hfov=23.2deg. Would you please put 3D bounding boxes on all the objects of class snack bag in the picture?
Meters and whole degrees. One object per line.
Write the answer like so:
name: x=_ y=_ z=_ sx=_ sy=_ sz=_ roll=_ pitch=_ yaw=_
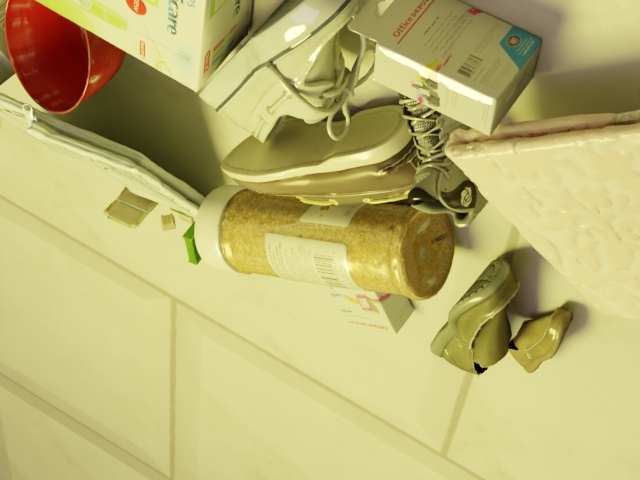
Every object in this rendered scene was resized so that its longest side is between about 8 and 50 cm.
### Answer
snack bag: x=-0.316 y=-0.117 z=2.129 sx=0.342 sy=0.037 sz=0.323 roll=24 pitch=175 yaw=22

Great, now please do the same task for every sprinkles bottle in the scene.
sprinkles bottle: x=0.000 y=0.000 z=2.017 sx=0.355 sy=0.121 sz=0.121 roll=7 pitch=137 yaw=40

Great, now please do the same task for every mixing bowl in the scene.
mixing bowl: x=-0.312 y=-0.260 z=1.990 sx=0.181 sy=0.098 sz=0.181 roll=21 pitch=119 yaw=42

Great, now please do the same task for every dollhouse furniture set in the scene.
dollhouse furniture set: x=-0.233 y=-0.024 z=2.268 sx=0.151 sy=0.076 sz=0.058 roll=23 pitch=148 yaw=22

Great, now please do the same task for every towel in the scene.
towel: x=0.341 y=-0.024 z=1.651 sx=0.317 sy=0.053 sz=0.332 roll=-5 pitch=141 yaw=47

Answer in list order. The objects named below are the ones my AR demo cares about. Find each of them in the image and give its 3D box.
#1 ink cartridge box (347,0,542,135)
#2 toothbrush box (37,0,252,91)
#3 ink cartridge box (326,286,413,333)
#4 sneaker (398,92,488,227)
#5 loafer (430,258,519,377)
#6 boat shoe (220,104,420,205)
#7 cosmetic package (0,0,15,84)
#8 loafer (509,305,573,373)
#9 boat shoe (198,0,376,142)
ink cartridge box: x=0.128 y=-0.199 z=1.644 sx=0.181 sy=0.104 sz=0.061 roll=28 pitch=147 yaw=17
toothbrush box: x=-0.221 y=-0.336 z=1.806 sx=0.283 sy=0.122 sz=0.206 roll=30 pitch=147 yaw=11
ink cartridge box: x=0.060 y=0.065 z=2.106 sx=0.088 sy=0.052 sz=0.122 roll=7 pitch=138 yaw=40
sneaker: x=0.126 y=-0.109 z=1.735 sx=0.086 sy=0.132 sz=0.229 roll=-6 pitch=129 yaw=49
loafer: x=0.212 y=0.103 z=1.966 sx=0.087 sy=0.094 sz=0.251 roll=39 pitch=159 yaw=9
boat shoe: x=0.007 y=-0.091 z=1.903 sx=0.324 sy=0.116 sz=0.097 roll=-5 pitch=132 yaw=46
cosmetic package: x=-0.476 y=-0.274 z=2.167 sx=0.127 sy=0.107 sz=0.238 roll=48 pitch=150 yaw=-16
loafer: x=0.273 y=0.123 z=1.962 sx=0.050 sy=0.056 sz=0.148 roll=29 pitch=148 yaw=2
boat shoe: x=-0.014 y=-0.188 z=1.774 sx=0.156 sy=0.136 sz=0.367 roll=43 pitch=151 yaw=-7
